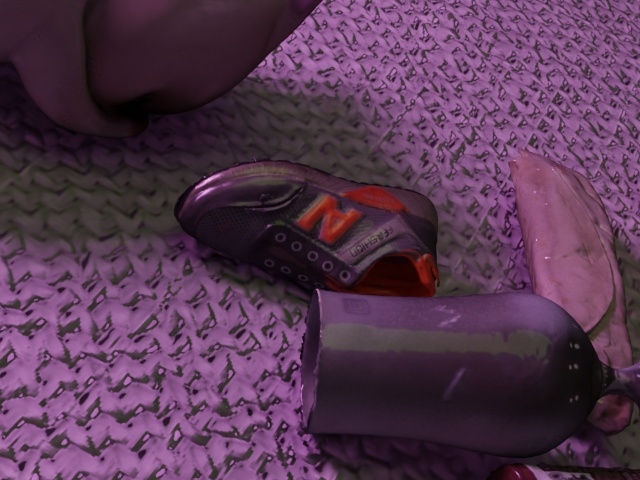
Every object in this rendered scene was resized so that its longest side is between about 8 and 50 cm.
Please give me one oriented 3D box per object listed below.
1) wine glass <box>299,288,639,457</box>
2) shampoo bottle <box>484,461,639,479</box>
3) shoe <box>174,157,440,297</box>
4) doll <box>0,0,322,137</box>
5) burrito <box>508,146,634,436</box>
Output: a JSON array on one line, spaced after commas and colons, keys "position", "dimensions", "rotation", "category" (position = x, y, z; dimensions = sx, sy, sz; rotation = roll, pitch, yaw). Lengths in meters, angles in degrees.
[{"position": [0.105, 0.080, 0.715], "dimensions": [0.231, 0.103, 0.103], "rotation": [5, 41, -5], "category": "wine glass"}, {"position": [0.211, 0.173, 0.720], "dimensions": [0.236, 0.067, 0.068], "rotation": [9, 52, -19], "category": "shampoo bottle"}, {"position": [-0.001, 0.000, 0.803], "dimensions": [0.195, 0.074, 0.077], "rotation": [8, 47, -23], "category": "shoe"}, {"position": [-0.198, -0.193, 0.816], "dimensions": [0.370, 0.226, 0.215], "rotation": [16, 8, -25], "category": "doll"}, {"position": [0.184, 0.027, 0.874], "dimensions": [0.082, 0.059, 0.275], "rotation": [20, 40, -12], "category": "burrito"}]
